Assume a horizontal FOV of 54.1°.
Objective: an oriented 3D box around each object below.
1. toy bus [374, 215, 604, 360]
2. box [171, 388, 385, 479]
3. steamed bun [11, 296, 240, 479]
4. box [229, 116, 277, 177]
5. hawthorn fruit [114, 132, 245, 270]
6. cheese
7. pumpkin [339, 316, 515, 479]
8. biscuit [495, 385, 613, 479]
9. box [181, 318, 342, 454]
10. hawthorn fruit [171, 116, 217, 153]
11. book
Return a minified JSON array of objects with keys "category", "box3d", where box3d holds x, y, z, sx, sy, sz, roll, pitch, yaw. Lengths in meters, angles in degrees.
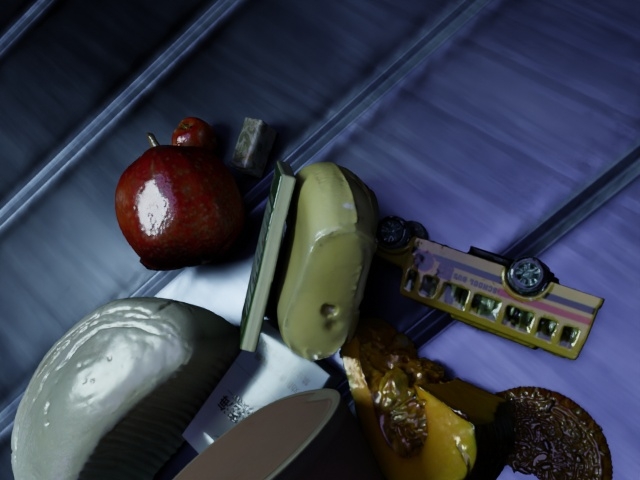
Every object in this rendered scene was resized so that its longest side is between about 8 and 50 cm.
[{"category":"toy bus","box3d":[0.228,0.063,0.918,0.335,0.121,0.123,19,93,23]},{"category":"box","box3d":[-0.045,0.360,0.820,0.301,0.301,0.216,-33,93,11]},{"category":"steamed bun","box3d":[-0.333,0.237,1.025,0.236,0.247,0.384,38,94,22]},{"category":"box","box3d":[-0.121,-0.168,1.136,0.045,0.062,0.098,17,87,28]},{"category":"hawthorn fruit","box3d":[-0.246,-0.072,1.084,0.215,0.215,0.250,-25,83,15]},{"category":"cheese","box3d":[0.000,0.000,0.939,0.128,0.316,0.260,17,118,-11]},{"category":"pumpkin","box3d":[0.153,0.219,0.881,0.190,0.139,0.281,-27,70,35]},{"category":"biscuit","box3d":[0.309,0.272,0.886,0.206,0.025,0.126,12,83,23]},{"category":"box","box3d":[-0.097,0.271,1.024,0.155,0.067,0.243,38,93,26]},{"category":"hawthorn fruit","box3d":[-0.239,-0.188,1.170,0.093,0.093,0.093,-5,76,20]},{"category":"book","box3d":[-0.084,0.014,0.979,0.027,0.202,0.264,12,101,-9]}]
